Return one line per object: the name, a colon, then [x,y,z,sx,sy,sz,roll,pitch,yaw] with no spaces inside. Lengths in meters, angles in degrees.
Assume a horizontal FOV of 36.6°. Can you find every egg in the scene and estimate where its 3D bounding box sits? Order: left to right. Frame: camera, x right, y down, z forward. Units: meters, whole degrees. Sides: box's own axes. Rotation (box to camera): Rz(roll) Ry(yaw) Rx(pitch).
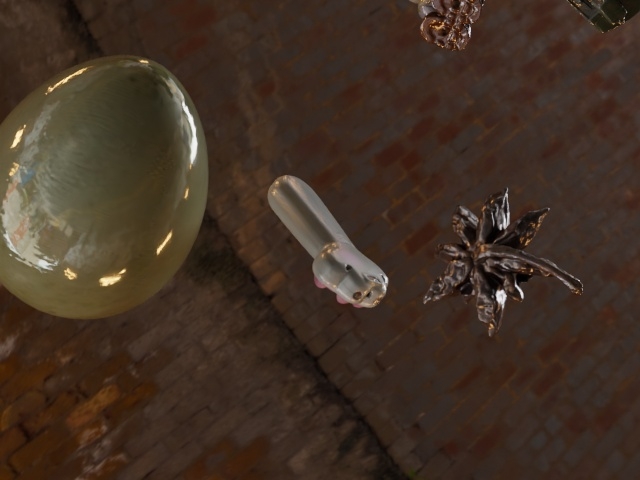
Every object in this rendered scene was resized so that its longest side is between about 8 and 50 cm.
egg: [-0.216,-0.053,0.936,0.218,0.295,0.218,19,-135,-19]

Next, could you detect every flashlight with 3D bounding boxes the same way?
flashlight: [0.000,0.000,1.042,0.093,0.047,0.200,17,-154,-45]

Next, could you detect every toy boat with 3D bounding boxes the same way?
toy boat: [0.491,-0.476,1.724,0.092,0.141,0.319,40,-162,-26]

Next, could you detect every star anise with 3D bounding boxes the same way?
star anise: [0.248,0.028,1.359,0.089,0.231,0.209,10,-109,-50]

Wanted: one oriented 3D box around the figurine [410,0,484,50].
figurine: [0.229,-0.474,1.663,0.186,0.261,0.382,30,-137,-10]
